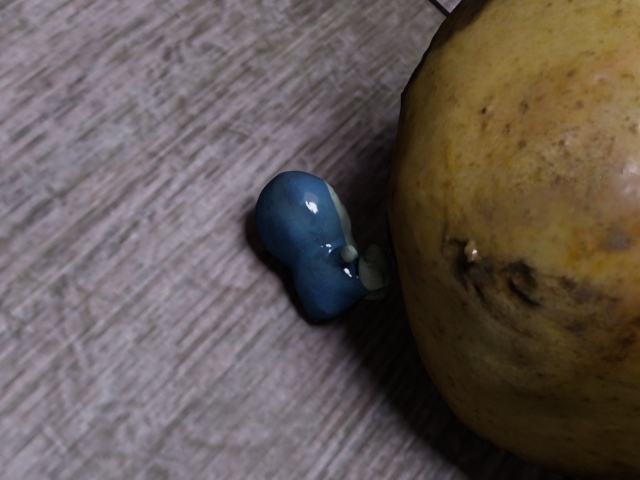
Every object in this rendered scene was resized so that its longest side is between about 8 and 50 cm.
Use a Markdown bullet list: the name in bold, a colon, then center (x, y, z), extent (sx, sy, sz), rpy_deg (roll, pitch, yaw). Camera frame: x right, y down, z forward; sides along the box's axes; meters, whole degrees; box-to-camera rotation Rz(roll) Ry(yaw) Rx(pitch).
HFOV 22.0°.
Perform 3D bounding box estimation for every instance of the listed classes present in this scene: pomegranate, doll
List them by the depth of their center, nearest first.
- **pomegranate**: center (0.161, -0.020, 0.839), extent (0.281, 0.281, 0.281), rpy_deg (18, 49, -23)
- **doll**: center (0.000, 0.000, 0.856), extent (0.050, 0.076, 0.083), rpy_deg (-31, 84, -9)
